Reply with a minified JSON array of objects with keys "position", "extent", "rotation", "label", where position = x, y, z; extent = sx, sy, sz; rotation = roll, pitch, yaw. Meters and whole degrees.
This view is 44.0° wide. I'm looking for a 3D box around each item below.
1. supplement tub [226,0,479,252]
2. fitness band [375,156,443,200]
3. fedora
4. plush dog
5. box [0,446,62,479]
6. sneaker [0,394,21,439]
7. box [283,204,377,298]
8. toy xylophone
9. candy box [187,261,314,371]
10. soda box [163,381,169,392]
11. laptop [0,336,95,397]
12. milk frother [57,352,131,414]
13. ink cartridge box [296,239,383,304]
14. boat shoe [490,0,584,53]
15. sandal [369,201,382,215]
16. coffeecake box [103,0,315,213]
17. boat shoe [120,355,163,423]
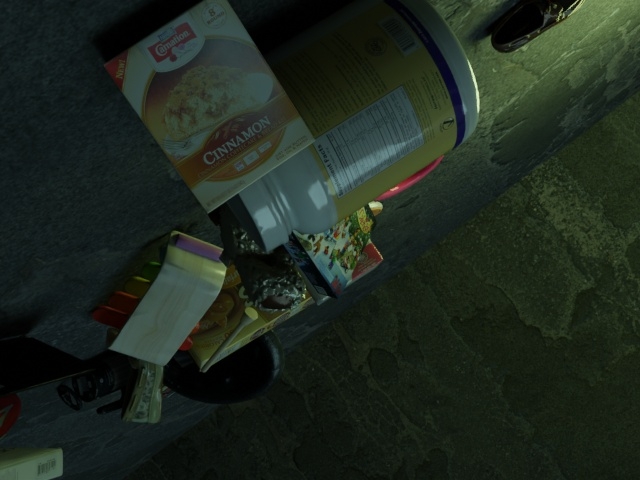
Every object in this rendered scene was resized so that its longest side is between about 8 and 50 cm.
[{"position":[0.013,-0.156,1.041],"extent":[0.331,0.241,0.241],"rotation":[-33,167,-9],"label":"supplement tub"},{"position":[0.185,-0.169,1.863],"extent":[0.209,0.054,0.291],"rotation":[-40,165,21],"label":"fitness band"},{"position":[-0.242,0.232,1.866],"extent":[0.334,0.334,0.152],"rotation":[-42,-161,27],"label":"fedora"},{"position":[-0.053,-0.042,1.339],"extent":[0.225,0.210,0.262],"rotation":[-20,126,-24],"label":"plush dog"},{"position":[-0.672,0.419,1.435],"extent":[0.322,0.058,0.232],"rotation":[-4,175,15],"label":"box"},{"position":[-0.635,0.325,1.406],"extent":[0.118,0.107,0.279],"rotation":[-30,171,27],"label":"sneaker"},{"position":[0.009,-0.032,1.247],"extent":[0.159,0.044,0.233],"rotation":[-62,148,-21],"label":"box"},{"position":[-0.268,0.136,1.482],"extent":[0.236,0.081,0.323],"rotation":[30,123,-28],"label":"toy xylophone"},{"position":[-0.171,0.118,1.702],"extent":[0.316,0.183,0.087],"rotation":[-30,167,-23],"label":"candy box"},{"position":[-0.468,0.437,2.403],"extent":[0.060,0.053,0.169],"rotation":[-34,167,-6],"label":"soda box"},{"position":[-0.555,0.248,1.299],"extent":[0.264,0.136,0.234],"rotation":[-40,166,21],"label":"laptop"},{"position":[-0.514,0.326,1.828],"extent":[0.143,0.129,0.135],"rotation":[8,-167,32],"label":"milk frother"},{"position":[0.000,0.000,1.629],"extent":[0.158,0.218,0.092],"rotation":[-32,173,-11],"label":"ink cartridge box"},{"position":[0.406,-0.421,1.461],"extent":[0.207,0.073,0.073],"rotation":[-40,168,20],"label":"boat shoe"},{"position":[0.048,-0.031,1.883],"extent":[0.265,0.076,0.102],"rotation":[-15,161,-27],"label":"sandal"},{"position":[-0.117,-0.148,0.848],"extent":[0.142,0.185,0.068],"rotation":[-34,-163,-3],"label":"coffeecake box"},{"position":[-0.395,0.287,1.748],"extent":[0.089,0.104,0.285],"rotation":[-1,113,-15],"label":"boat shoe"}]
